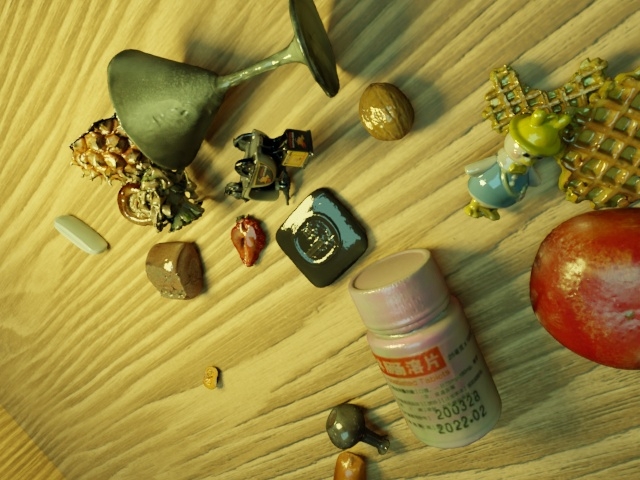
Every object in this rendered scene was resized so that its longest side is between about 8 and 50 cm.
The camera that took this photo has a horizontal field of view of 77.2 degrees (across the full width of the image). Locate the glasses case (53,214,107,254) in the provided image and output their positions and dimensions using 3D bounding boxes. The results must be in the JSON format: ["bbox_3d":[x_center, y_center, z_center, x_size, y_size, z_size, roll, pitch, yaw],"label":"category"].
[{"bbox_3d":[-0.750,-0.019,1.256,0.178,0.067,0.045,36,117,5],"label":"glasses case"}]

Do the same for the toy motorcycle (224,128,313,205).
[{"bbox_3d":[-0.122,-0.148,0.877,0.263,0.157,0.090,133,135,-63],"label":"toy motorcycle"}]

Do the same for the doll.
[{"bbox_3d":[0.345,-0.136,0.726,0.135,0.098,0.241,33,145,11],"label":"doll"}]

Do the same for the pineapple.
[{"bbox_3d":[-0.403,-0.141,0.962,0.262,0.262,0.271,-33,96,29],"label":"pineapple"}]

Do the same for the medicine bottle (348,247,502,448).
[{"bbox_3d":[0.226,0.228,0.879,0.219,0.219,0.388,-19,103,27],"label":"medicine bottle"}]

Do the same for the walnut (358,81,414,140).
[{"bbox_3d":[0.130,-0.256,0.797,0.105,0.105,0.124,-25,96,28],"label":"walnut"}]

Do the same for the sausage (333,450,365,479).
[{"bbox_3d":[0.086,0.733,1.210,0.098,0.098,0.238,12,115,17],"label":"sausage"}]

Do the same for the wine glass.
[{"bbox_3d":[-0.186,-0.325,0.812,0.406,0.267,0.267,-13,105,23],"label":"wine glass"}]

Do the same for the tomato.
[{"bbox_3d":[0.564,0.107,0.743,0.338,0.144,0.338,7,111,20],"label":"tomato"}]

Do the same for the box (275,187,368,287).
[{"bbox_3d":[0.000,0.000,0.980,0.201,0.042,0.212,47,119,1],"label":"box"}]

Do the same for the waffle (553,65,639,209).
[{"bbox_3d":[0.525,-0.169,0.674,0.243,0.058,0.237,-22,113,22],"label":"waffle"}]

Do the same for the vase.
[{"bbox_3d":[0.109,0.533,1.116,0.183,0.120,0.120,29,119,-8],"label":"vase"}]

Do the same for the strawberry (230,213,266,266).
[{"bbox_3d":[-0.196,0.003,1.056,0.104,0.048,0.152,8,110,22],"label":"strawberry"}]

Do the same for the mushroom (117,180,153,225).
[{"bbox_3d":[-0.477,-0.100,1.110,0.171,0.080,0.135,16,128,15],"label":"mushroom"}]

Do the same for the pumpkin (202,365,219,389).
[{"bbox_3d":[-0.350,0.440,1.302,0.050,0.028,0.083,19,107,12],"label":"pumpkin"}]

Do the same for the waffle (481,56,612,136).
[{"bbox_3d":[0.396,-0.253,0.716,0.194,0.051,0.149,15,119,17],"label":"waffle"}]

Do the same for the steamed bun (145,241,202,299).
[{"bbox_3d":[-0.425,0.090,1.148,0.145,0.106,0.175,0,112,22],"label":"steamed bun"}]
